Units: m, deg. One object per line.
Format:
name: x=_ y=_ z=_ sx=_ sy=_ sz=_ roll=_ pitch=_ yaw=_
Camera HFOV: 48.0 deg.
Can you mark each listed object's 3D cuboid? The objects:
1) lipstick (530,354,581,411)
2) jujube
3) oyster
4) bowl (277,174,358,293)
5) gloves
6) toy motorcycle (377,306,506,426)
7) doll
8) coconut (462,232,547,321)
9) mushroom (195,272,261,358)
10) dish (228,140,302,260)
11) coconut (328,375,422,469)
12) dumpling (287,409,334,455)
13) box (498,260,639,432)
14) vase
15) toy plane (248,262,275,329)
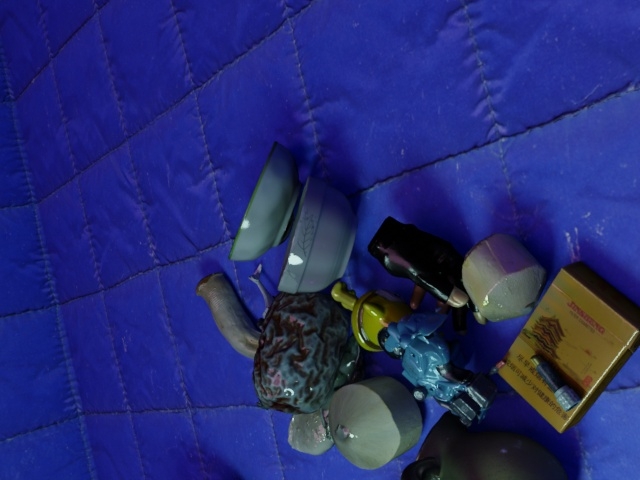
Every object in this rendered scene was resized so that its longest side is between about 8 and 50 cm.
lipstick: x=0.423 y=0.254 z=1.306 sx=0.116 sy=0.037 sz=0.037 roll=56 pitch=134 yaw=29
jujube: x=-0.050 y=0.269 z=1.765 sx=0.226 sy=0.226 sz=0.317 roll=-12 pitch=52 yaw=49
oyster: x=0.057 y=0.372 z=1.802 sx=0.199 sy=0.087 sz=0.252 roll=-37 pitch=47 yaw=55
bowl: x=0.000 y=0.000 z=1.711 sx=0.287 sy=0.143 sz=0.287 roll=-163 pitch=90 yaw=-87
gloves: x=0.231 y=0.073 z=1.498 sx=0.152 sy=0.197 sz=0.301 roll=-38 pitch=93 yaw=5
toy motorcycle: x=0.240 y=0.244 z=1.434 sx=0.272 sy=0.123 sz=0.182 roll=41 pitch=137 yaw=13
doll: x=0.169 y=0.201 z=1.598 sx=0.363 sy=0.199 sz=0.145 roll=29 pitch=85 yaw=38
coconut: x=0.353 y=0.078 z=1.367 sx=0.153 sy=0.147 sz=0.147 roll=61 pitch=138 yaw=38
mushroom: x=-0.260 y=0.232 z=2.153 sx=0.351 sy=0.095 sz=0.123 roll=45 pitch=111 yaw=31
dish: x=-0.121 y=-0.081 z=1.838 sx=0.324 sy=0.124 sz=0.324 roll=-158 pitch=90 yaw=-84
coconut: x=0.118 y=0.421 z=1.659 sx=0.202 sy=0.222 sz=0.202 roll=5 pitch=98 yaw=44
dumpling: x=-0.010 y=0.492 z=1.919 sx=0.176 sy=0.092 sz=0.150 roll=-22 pitch=84 yaw=48
box: x=0.464 y=0.199 z=1.329 sx=0.174 sy=0.076 sz=0.274 roll=45 pitch=129 yaw=32
vase: x=0.290 y=0.474 z=1.395 sx=0.302 sy=0.329 sz=0.241 roll=23 pitch=102 yaw=44
toy plane: x=-0.129 y=0.173 z=1.981 sx=0.182 sy=0.107 sz=0.273 roll=-40 pitch=64 yaw=40
